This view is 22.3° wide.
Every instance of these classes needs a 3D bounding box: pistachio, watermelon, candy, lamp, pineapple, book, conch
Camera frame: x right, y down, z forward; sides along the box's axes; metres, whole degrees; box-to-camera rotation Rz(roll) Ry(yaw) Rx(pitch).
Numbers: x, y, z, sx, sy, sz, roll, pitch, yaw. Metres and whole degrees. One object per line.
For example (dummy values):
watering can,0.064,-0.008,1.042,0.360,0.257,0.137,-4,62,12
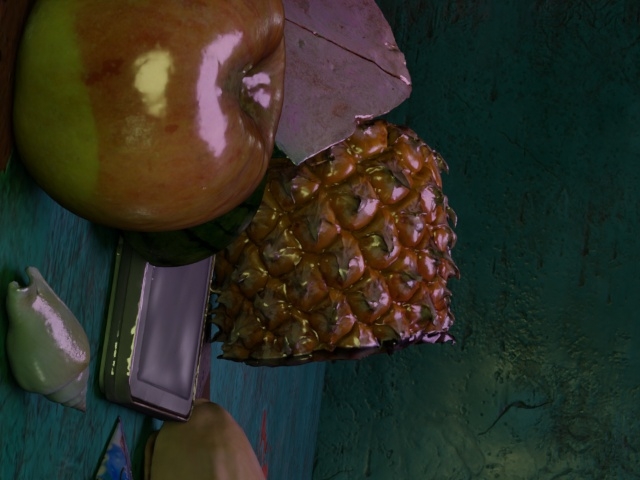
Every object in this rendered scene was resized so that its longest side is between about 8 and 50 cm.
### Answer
pistachio,-0.136,0.289,1.826,0.157,0.157,0.229,88,-9,-50
watermelon,-0.117,-0.075,1.571,0.232,0.127,0.204,35,59,-61
watermelon,-0.064,-0.197,1.883,0.292,0.319,0.222,-24,163,-39
candy,-0.209,0.253,1.670,0.136,0.038,0.088,-86,165,-63
lamp,-0.166,0.051,1.733,0.266,0.047,0.269,55,42,-76
pineapple,0.002,-0.001,2.034,0.352,0.352,0.300,11,72,-83
book,-0.161,0.197,2.085,0.138,0.016,0.199,-71,166,-60
conch,-0.215,0.080,1.315,0.180,0.065,0.088,77,20,-45

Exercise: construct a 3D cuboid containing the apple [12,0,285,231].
apple,-0.132,-0.127,1.290,0.261,0.194,0.261,6,90,-81
